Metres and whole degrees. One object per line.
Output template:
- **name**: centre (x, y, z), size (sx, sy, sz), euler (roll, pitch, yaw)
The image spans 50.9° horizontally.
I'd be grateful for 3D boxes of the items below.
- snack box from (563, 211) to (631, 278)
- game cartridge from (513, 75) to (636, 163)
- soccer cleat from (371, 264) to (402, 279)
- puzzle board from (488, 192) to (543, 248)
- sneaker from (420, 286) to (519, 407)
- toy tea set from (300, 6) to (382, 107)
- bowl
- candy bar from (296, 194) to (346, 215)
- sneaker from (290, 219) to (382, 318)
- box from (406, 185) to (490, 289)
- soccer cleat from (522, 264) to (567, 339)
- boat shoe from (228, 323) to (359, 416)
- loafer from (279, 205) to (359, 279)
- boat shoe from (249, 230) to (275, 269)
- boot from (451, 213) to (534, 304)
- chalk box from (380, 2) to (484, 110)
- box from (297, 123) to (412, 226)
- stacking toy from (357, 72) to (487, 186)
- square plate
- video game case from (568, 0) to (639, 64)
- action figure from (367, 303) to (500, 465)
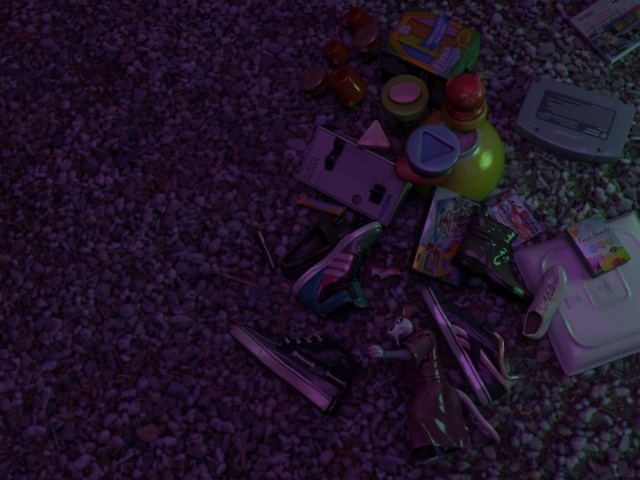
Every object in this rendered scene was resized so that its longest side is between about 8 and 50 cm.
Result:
- **snack box**: centre (0.700, 0.012, 1.701), size (0.100, 0.037, 0.141), euler (-25, 70, -3)
- **game cartridge**: centre (0.697, -0.327, 1.860), size (0.294, 0.060, 0.196), euler (22, 72, 13)
- **soccer cleat**: centre (0.175, 0.089, 1.793), size (0.083, 0.029, 0.036), euler (9, 82, 13)
- **puzzle board**: centre (0.522, -0.054, 1.809), size (0.096, 0.011, 0.128), euler (-29, 70, -4)
- **sneaker**: centre (0.370, 0.241, 1.670), size (0.127, 0.126, 0.321), euler (-30, 82, 1)
- **toy tea set**: centre (0.098, -0.530, 1.984), size (0.200, 0.124, 0.336), euler (23, 77, 44)
- **bowl**: centre (0.361, -0.249, 1.817), size (0.289, 0.156, 0.290), euler (-2, 71, 6)
- **candy bar**: centre (0.005, -0.096, 1.845), size (0.161, 0.018, 0.040), euler (19, 48, 39)
- **sneaker**: centre (0.084, 0.096, 1.742), size (0.295, 0.124, 0.178), euler (-42, 68, 3)
- **box**: centre (0.334, -0.007, 1.754), size (0.159, 0.044, 0.233), euler (21, 81, -11)
- **soccer cleat**: centre (0.555, 0.156, 1.664), size (0.068, 0.076, 0.196), euler (25, 101, 38)
- **boat shoe**: centre (-0.060, 0.287, 1.713), size (0.340, 0.127, 0.158), euler (37, 72, 8)
- **loafer**: centre (0.000, 0.000, 1.810), size (0.267, 0.084, 0.096), euler (-43, 70, -8)
- **boat shoe**: centre (-0.159, 0.031, 1.839), size (0.038, 0.046, 0.125), euler (-25, 68, -2)
- **boot**: centre (0.468, 0.044, 1.715), size (0.246, 0.083, 0.161), euler (33, 77, -4)
- **chalk box**: centre (0.335, -0.498, 1.892), size (0.288, 0.180, 0.179), euler (29, 77, 13)
- **box**: centre (0.100, -0.179, 1.820), size (0.290, 0.087, 0.169), euler (30, 111, 15)
- **stacking toy**: centre (0.257, -0.313, 1.696), size (0.279, 0.130, 0.309), euler (24, 74, 13)
- **square plate**: centre (0.718, 0.126, 1.707), size (0.343, 0.049, 0.347), euler (-18, 70, 0)
- **video game case**: centre (0.862, -0.629, 1.957), size (0.201, 0.023, 0.183), euler (-33, 71, -6)
- **action figure**: centre (0.257, 0.325, 1.588), size (0.275, 0.248, 0.370), euler (-11, 73, 2)
